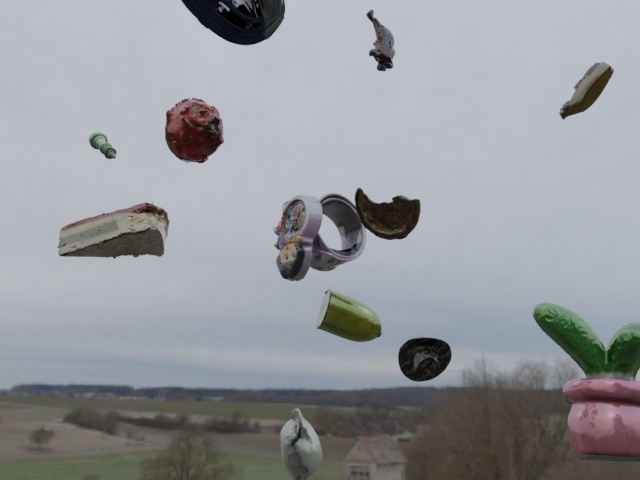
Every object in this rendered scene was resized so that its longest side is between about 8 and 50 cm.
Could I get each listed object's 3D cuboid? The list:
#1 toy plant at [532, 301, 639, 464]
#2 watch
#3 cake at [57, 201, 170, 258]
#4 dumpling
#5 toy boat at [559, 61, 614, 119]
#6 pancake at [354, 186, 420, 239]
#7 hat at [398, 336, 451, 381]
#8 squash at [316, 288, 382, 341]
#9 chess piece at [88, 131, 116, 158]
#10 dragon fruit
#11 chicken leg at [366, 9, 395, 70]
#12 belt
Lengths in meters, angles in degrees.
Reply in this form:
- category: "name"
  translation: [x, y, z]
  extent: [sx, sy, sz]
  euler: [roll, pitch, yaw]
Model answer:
- category: "toy plant"
  translation: [0.657, 0.334, 1.421]
  extent: [0.317, 0.355, 0.210]
  euler: [10, -17, -6]
- category: "watch"
  translation: [0.000, 0.000, 1.695]
  extent: [0.231, 0.243, 0.196]
  euler: [12, -24, -39]
- category: "cake"
  translation: [-0.425, -0.025, 1.261]
  extent: [0.221, 0.086, 0.116]
  euler: [5, -44, -19]
- category: "dumpling"
  translation: [-0.047, 0.515, 1.529]
  extent: [0.093, 0.176, 0.150]
  euler: [-26, 4, 6]
- category: "toy boat"
  translation: [0.561, -0.316, 1.290]
  extent: [0.047, 0.149, 0.049]
  euler: [42, -6, -37]
- category: "pancake"
  translation: [0.183, -0.086, 1.650]
  extent: [0.191, 0.184, 0.020]
  euler: [-29, -1, 34]
- category: "hat"
  translation: [0.219, 0.257, 1.281]
  extent: [0.121, 0.121, 0.050]
  euler: [-1, 23, 7]
- category: "squash"
  translation: [0.087, 0.220, 1.697]
  extent: [0.187, 0.123, 0.123]
  euler: [22, -15, -3]
- category: "chess piece"
  translation: [-0.689, -0.296, 1.945]
  extent: [0.059, 0.059, 0.149]
  euler: [14, 19, -46]
- category: "dragon fruit"
  translation: [-0.260, -0.238, 1.363]
  extent: [0.111, 0.152, 0.153]
  euler: [18, 2, 42]
- category: "chicken leg"
  translation: [0.184, -0.598, 1.826]
  extent: [0.090, 0.218, 0.048]
  euler: [11, -24, -28]
- category: "belt"
  translation: [-0.233, -0.632, 1.481]
  extent: [0.212, 0.117, 0.347]
  euler: [-36, -34, 16]
